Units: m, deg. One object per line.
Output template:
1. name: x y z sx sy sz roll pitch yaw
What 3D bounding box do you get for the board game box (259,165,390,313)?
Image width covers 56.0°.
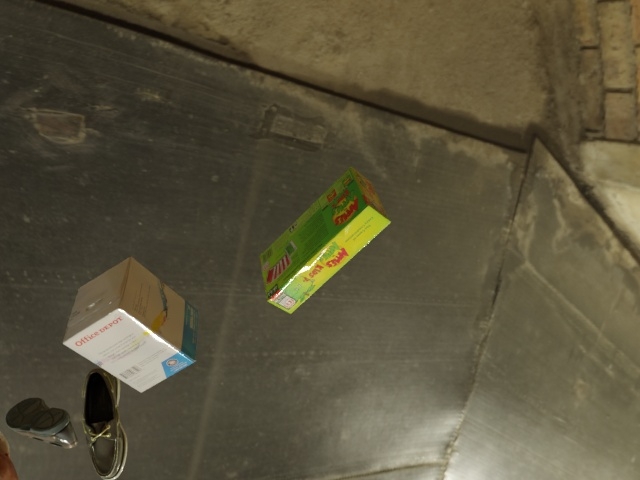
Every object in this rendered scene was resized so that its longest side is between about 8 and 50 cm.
1. board game box: 0.000 0.000 0.773 0.043 0.092 0.181 33 113 -33

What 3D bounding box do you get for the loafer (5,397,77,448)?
1. loafer: -0.676 0.450 1.454 0.096 0.267 0.084 -42 117 -39

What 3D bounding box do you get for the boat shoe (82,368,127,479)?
1. boat shoe: -0.610 0.509 1.678 0.109 0.091 0.305 -12 70 1

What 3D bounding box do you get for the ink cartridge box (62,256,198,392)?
1. ink cartridge box: -0.419 0.191 1.361 0.171 0.168 0.233 -30 127 16

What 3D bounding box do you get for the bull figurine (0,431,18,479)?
1. bull figurine: -0.555 0.317 0.871 0.101 0.188 0.310 -28 149 -8
